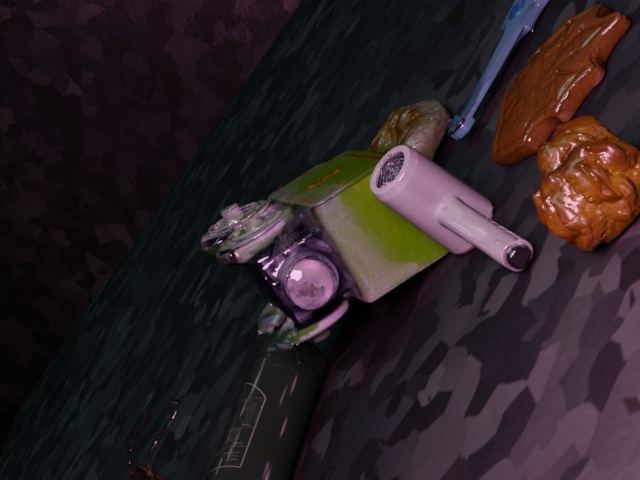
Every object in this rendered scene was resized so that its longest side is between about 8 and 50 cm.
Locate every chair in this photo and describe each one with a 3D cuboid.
[{"bbox_3d":[-0.186,0.333,1.832,0.174,0.149,0.213,-22,43,65],"label":"chair"}]

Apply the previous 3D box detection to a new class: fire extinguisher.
[{"bbox_3d":[-0.076,0.264,1.696,0.114,0.095,0.311,93,-167,-47],"label":"fire extinguisher"}]

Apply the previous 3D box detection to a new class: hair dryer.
[{"bbox_3d":[0.148,-0.018,1.490,0.073,0.131,0.236,-54,28,6],"label":"hair dryer"}]

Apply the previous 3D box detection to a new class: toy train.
[{"bbox_3d":[0.000,0.000,1.721,0.249,0.173,0.307,-34,11,-9],"label":"toy train"}]

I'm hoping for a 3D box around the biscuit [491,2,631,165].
[{"bbox_3d":[0.264,-0.186,1.582,0.215,0.034,0.182,-46,19,42],"label":"biscuit"}]

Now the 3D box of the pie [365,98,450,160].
[{"bbox_3d":[0.099,-0.100,1.933,0.240,0.054,0.240,-55,12,19],"label":"pie"}]

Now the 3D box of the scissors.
[{"bbox_3d":[0.265,-0.293,1.808,0.393,0.032,0.180,-60,14,-11],"label":"scissors"}]

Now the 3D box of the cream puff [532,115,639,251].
[{"bbox_3d":[0.238,-0.055,1.276,0.116,0.094,0.122,-36,22,52],"label":"cream puff"}]
